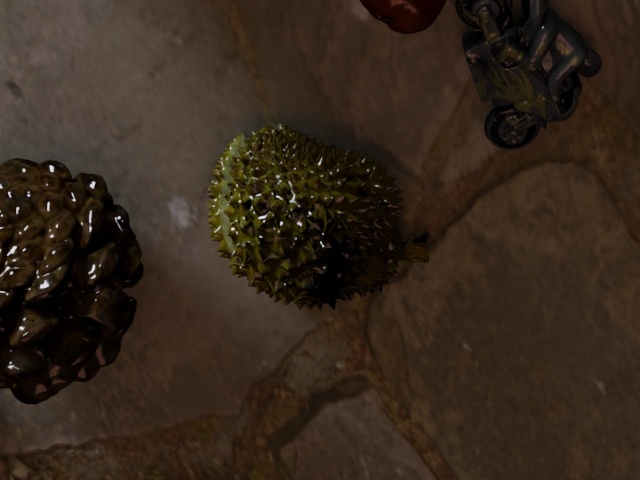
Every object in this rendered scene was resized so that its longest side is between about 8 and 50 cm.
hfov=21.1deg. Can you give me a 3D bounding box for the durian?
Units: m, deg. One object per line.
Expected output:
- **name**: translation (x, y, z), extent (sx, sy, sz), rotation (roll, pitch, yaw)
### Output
- **durian**: translation (0.000, 0.000, 1.691), extent (0.237, 0.137, 0.193), rotation (16, 123, -11)

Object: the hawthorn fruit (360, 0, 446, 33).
- **hawthorn fruit**: translation (0.084, -0.238, 1.572), extent (0.081, 0.081, 0.093), rotation (36, 88, -22)

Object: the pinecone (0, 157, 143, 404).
- **pinecone**: translation (-0.282, 0.037, 1.671), extent (0.243, 0.243, 0.257), rotation (-28, 150, 18)

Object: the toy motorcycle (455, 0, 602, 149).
- **toy motorcycle**: translation (0.200, -0.172, 1.620), extent (0.124, 0.061, 0.193), rotation (-12, 126, 9)
